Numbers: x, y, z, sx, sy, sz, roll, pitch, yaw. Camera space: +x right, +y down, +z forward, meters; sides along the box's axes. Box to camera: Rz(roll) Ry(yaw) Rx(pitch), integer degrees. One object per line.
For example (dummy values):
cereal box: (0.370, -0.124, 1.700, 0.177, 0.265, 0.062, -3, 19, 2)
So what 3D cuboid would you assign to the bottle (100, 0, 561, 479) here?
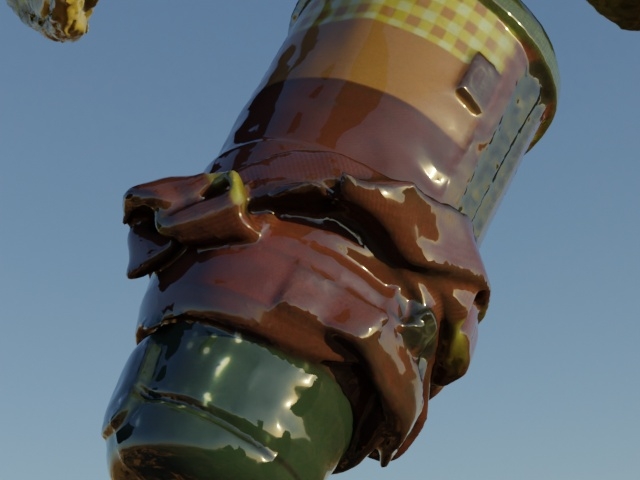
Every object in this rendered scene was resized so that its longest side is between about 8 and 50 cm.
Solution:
bottle: (0.000, 0.000, 0.594, 0.156, 0.271, 0.143, 34, -35, -7)

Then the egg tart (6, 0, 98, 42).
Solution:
egg tart: (-0.169, -0.207, 0.826, 0.074, 0.191, 0.191, -32, -11, -20)

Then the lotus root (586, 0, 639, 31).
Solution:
lotus root: (0.254, -0.253, 1.003, 0.183, 0.203, 0.078, 40, -2, -8)
